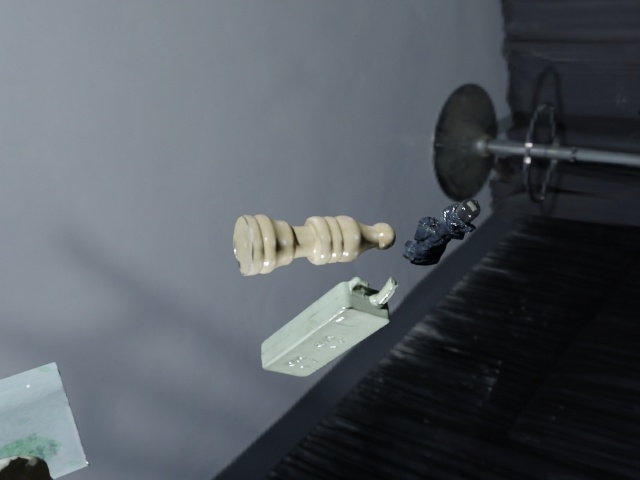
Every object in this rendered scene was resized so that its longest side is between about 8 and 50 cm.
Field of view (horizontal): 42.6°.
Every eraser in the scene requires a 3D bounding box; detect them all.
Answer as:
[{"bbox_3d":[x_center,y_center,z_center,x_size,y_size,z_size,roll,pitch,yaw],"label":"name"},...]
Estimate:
[{"bbox_3d":[-0.430,0.265,1.054,0.227,0.081,0.173,-19,124,-23],"label":"eraser"}]

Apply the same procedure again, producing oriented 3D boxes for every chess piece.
[{"bbox_3d":[0.000,0.000,1.550,0.308,0.138,0.124,-4,64,-19],"label":"chess piece"}]

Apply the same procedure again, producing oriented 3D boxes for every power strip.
[{"bbox_3d":[0.018,0.130,1.264,0.093,0.288,0.053,18,51,-30],"label":"power strip"}]

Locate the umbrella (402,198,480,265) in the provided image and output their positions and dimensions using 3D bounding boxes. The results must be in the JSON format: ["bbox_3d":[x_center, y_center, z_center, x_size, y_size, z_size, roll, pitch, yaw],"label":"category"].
[{"bbox_3d":[0.224,-0.022,1.514,0.080,0.224,0.071,-1,69,-20],"label":"umbrella"}]

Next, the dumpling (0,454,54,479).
[{"bbox_3d":[-0.269,0.263,0.730,0.199,0.119,0.136,84,-3,-45],"label":"dumpling"}]
